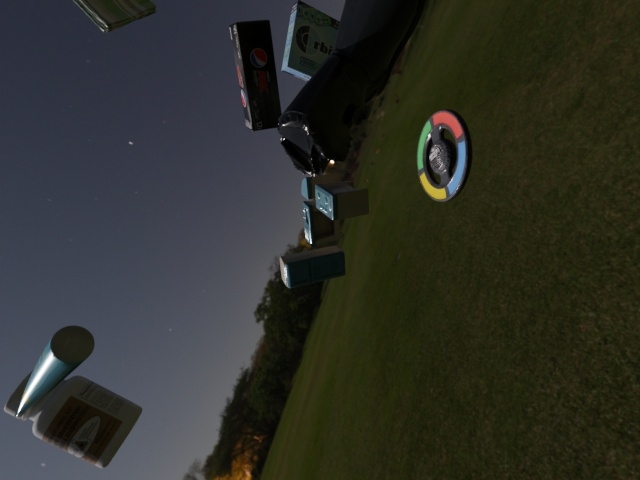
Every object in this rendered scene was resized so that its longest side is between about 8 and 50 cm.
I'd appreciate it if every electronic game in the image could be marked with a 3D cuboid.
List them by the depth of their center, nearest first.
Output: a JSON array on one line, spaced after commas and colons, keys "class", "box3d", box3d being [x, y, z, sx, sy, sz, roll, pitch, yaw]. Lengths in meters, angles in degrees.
[{"class": "electronic game", "box3d": [0.307, -0.212, 1.012, 0.229, 0.048, 0.229, 175, 90, -75]}]

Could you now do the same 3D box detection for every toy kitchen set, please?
[{"class": "toy kitchen set", "box3d": [0.000, 0.000, 0.697, 0.166, 0.122, 0.207, -134, 36, -62]}]

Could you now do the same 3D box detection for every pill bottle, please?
[{"class": "pill bottle", "box3d": [-0.509, 0.359, 0.833, 0.131, 0.229, 0.131, -55, 9, 13]}]

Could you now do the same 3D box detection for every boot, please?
[{"class": "boot", "box3d": [0.033, -0.207, 0.480, 0.207, 0.094, 0.246, -58, -7, -23]}]

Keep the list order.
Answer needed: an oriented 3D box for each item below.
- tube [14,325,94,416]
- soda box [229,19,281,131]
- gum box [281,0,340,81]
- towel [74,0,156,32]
[{"class": "tube", "box3d": [-0.396, 0.191, 0.588, 0.207, 0.052, 0.080, -39, 23, 32]}, {"class": "soda box", "box3d": [-0.108, -0.277, 0.680, 0.053, 0.060, 0.168, -138, 37, -56]}, {"class": "gum box", "box3d": [-0.016, -0.533, 1.103, 0.041, 0.157, 0.184, 5, 85, 59]}, {"class": "towel", "box3d": [-0.425, -0.497, 0.816, 0.023, 0.113, 0.152, -25, 24, 46]}]
